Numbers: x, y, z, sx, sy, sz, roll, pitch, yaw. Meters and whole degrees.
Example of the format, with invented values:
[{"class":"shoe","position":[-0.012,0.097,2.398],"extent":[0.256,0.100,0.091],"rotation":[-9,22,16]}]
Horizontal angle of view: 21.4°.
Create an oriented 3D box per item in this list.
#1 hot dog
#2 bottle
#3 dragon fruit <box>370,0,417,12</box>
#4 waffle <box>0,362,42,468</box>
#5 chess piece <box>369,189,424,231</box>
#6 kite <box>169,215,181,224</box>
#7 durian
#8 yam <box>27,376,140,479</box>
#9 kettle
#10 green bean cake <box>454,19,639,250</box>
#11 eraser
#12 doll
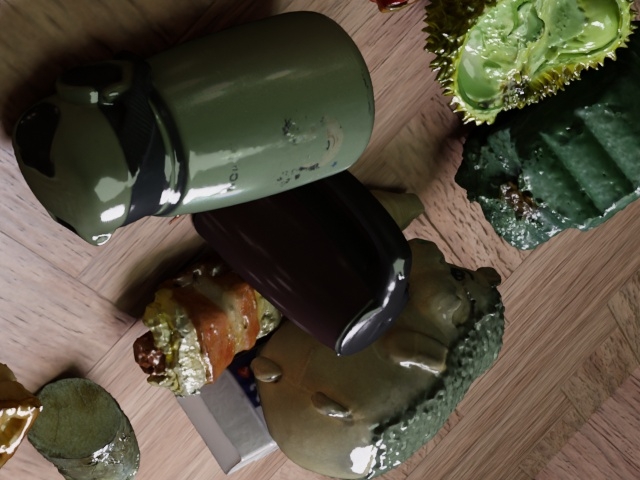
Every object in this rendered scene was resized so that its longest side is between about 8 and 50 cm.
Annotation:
[{"class":"hot dog","position":[-0.132,0.084,1.921],"extent":[0.213,0.103,0.146],"rotation":[-35,133,-45]},{"class":"bottle","position":[-0.121,-0.105,1.580],"extent":[0.347,0.168,0.168],"rotation":[-20,144,-37]},{"class":"dragon fruit","position":[0.069,-0.327,1.480],"extent":[0.303,0.237,0.231],"rotation":[-32,132,-8]},{"class":"waffle","position":[-0.432,0.215,1.637],"extent":[0.213,0.091,0.308],"rotation":[-54,153,19]},{"class":"chess piece","position":[0.067,-0.021,2.109],"extent":[0.090,0.090,0.200],"rotation":[-55,163,16]},{"class":"kite","position":[-0.083,-0.107,1.811],"extent":[0.189,0.009,0.232],"rotation":[-6,133,-55]},{"class":"durian","position":[0.219,-0.244,1.874],"extent":[0.237,0.200,0.176],"rotation":[-37,-159,8]},{"class":"yam","position":[-0.261,0.229,1.924],"extent":[0.107,0.107,0.183],"rotation":[-41,157,-13]},{"class":"kettle","position":[0.000,0.000,1.821],"extent":[0.144,0.232,0.202],"rotation":[-24,151,-45]},{"class":"green bean cake","position":[0.307,-0.115,2.089],"extent":[0.300,0.169,0.308],"rotation":[-38,-174,26]},{"class":"eraser","position":[-0.065,0.197,2.150],"extent":[0.210,0.124,0.068],"rotation":[-25,167,-39]},{"class":"doll","position":[0.081,0.138,2.068],"extent":[0.349,0.247,0.247],"rotation":[-26,148,-35]}]
